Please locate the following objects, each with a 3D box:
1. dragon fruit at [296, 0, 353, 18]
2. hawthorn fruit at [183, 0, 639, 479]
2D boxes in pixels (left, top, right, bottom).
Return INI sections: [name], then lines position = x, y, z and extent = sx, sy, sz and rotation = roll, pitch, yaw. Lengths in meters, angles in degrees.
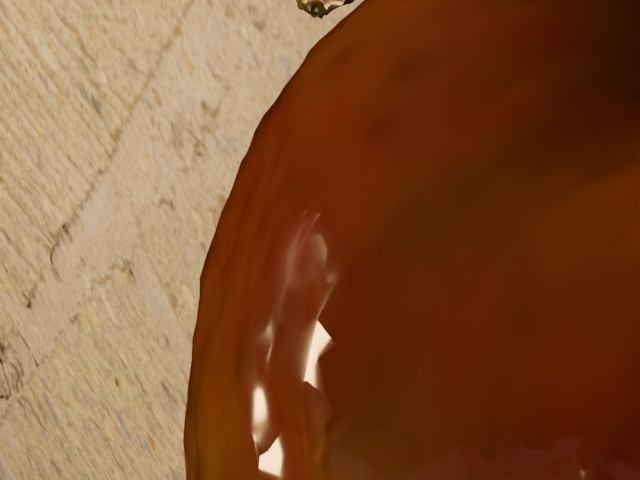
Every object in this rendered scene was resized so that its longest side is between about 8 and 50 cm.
[dragon fruit]
position = 0.060, -0.187, 0.869
extent = 0.200, 0.198, 0.269
rotation = 57, 171, -6
[hawthorn fruit]
position = 0.178, 0.097, 0.538
extent = 0.472, 0.472, 0.472
rotation = 46, 149, 38
